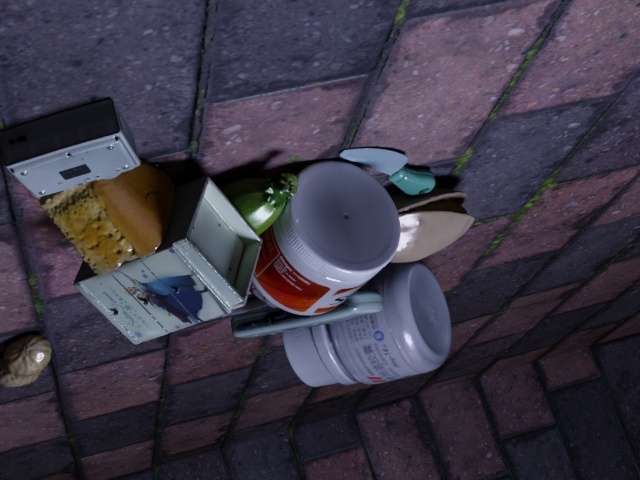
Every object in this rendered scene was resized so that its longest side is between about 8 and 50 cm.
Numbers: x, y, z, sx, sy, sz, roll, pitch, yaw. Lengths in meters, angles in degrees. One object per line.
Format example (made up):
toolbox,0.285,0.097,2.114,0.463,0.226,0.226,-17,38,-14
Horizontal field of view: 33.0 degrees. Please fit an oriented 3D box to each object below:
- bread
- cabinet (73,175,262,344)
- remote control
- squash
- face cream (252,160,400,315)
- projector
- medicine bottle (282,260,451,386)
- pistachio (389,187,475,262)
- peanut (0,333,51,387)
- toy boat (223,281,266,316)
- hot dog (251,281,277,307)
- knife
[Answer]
bread,-0.294,-0.066,1.512,0.140,0.169,0.160,-26,-159,24
cabinet,-0.218,0.032,1.572,0.206,0.150,0.145,-19,126,28
remote control,-0.025,0.144,2.135,0.297,0.056,0.140,-14,173,26
squash,-0.180,-0.015,1.689,0.379,0.101,0.101,-26,161,35
face cream,0.000,0.000,1.737,0.201,0.201,0.187,-7,158,-31
projector,-0.311,-0.110,1.355,0.147,0.061,0.115,-17,163,-1
medicine bottle,0.097,0.183,2.289,0.306,0.245,0.245,-17,164,28
pistachio,0.169,-0.029,1.928,0.223,0.126,0.152,-11,162,-24
peanut,-0.574,0.235,2.079,0.082,0.082,0.187,-6,159,-32
toy boat,-0.075,0.111,2.208,0.219,0.071,0.318,-9,163,-18
hot dog,-0.012,0.045,2.007,0.253,0.069,0.131,-28,137,5
knife,0.120,-0.120,1.779,0.063,0.034,0.260,-25,157,26
